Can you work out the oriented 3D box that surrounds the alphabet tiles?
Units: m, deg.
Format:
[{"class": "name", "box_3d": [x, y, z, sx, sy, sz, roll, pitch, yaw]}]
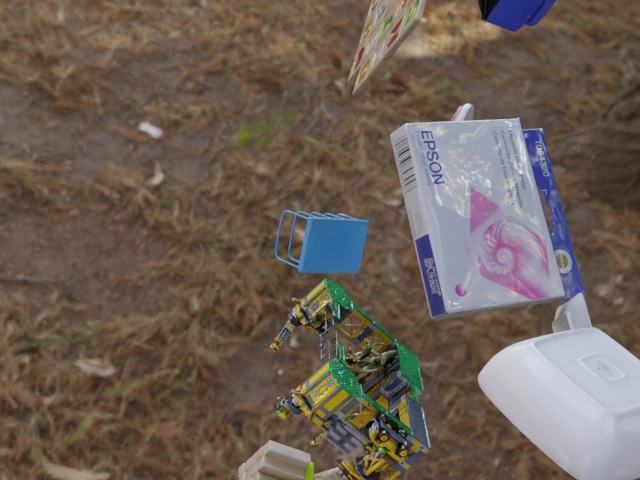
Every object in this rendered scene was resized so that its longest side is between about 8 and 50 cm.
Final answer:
[{"class": "alphabet tiles", "box_3d": [0.124, -0.377, 1.401, 0.011, 0.342, 0.285, 21, 66, -13]}]

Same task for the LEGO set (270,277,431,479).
[{"class": "LEGO set", "box_3d": [0.016, 0.234, 1.372, 0.255, 0.192, 0.331, 38, 20, -26]}]

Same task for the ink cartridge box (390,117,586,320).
[{"class": "ink cartridge box", "box_3d": [0.302, -0.047, 1.621, 0.330, 0.071, 0.324, -7, 77, -25]}]

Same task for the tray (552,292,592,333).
[{"class": "tray", "box_3d": [0.435, 0.232, 1.589, 0.030, 0.145, 0.270, -9, 76, -3]}]

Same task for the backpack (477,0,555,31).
[{"class": "backpack", "box_3d": [0.272, -0.364, 1.344, 0.101, 0.098, 0.120, 14, 49, -28]}]

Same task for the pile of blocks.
[{"class": "pile of blocks", "box_3d": [-0.005, 0.494, 1.696, 0.362, 0.149, 0.112, 48, 28, -36]}]

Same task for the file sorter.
[{"class": "file sorter", "box_3d": [0.000, 0.000, 2.066, 0.170, 0.118, 0.104, 2, 13, -43]}]

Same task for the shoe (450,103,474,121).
[{"class": "shoe", "box_3d": [0.255, -0.218, 2.023, 0.081, 0.178, 0.063, 26, 1, 26]}]

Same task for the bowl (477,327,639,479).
[{"class": "bowl", "box_3d": [0.215, 0.121, 0.757, 0.142, 0.053, 0.142, -6, 37, -38]}]
